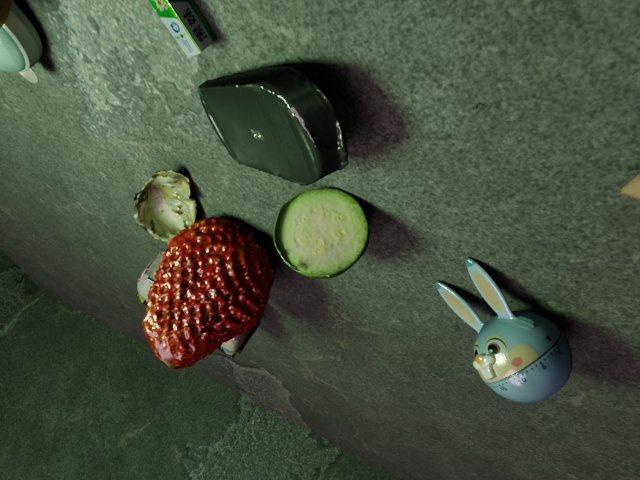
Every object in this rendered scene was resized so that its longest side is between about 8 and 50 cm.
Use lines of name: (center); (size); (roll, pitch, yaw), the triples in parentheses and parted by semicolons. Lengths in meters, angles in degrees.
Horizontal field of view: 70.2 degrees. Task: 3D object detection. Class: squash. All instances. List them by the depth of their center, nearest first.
squash: (0.000, 0.000, 0.832); (0.170, 0.170, 0.122); (27, 159, 8)

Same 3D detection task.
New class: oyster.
oyster: (-0.357, -0.080, 1.104); (0.166, 0.093, 0.294); (19, 140, -13)

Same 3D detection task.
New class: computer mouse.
computer mouse: (-0.069, -0.185, 0.706); (0.296, 0.087, 0.168); (19, 145, 42)

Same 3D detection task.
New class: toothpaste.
toothpaste: (-0.219, -0.351, 0.640); (0.037, 0.043, 0.178); (-3, 134, 39)

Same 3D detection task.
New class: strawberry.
strawberry: (-0.257, 0.140, 1.055); (0.268, 0.351, 0.311); (10, 137, 17)

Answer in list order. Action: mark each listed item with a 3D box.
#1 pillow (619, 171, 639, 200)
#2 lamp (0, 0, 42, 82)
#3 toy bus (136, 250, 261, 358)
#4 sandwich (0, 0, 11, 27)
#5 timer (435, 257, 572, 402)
pillow: (0.436, -0.087, 0.405); (0.224, 0.084, 0.236); (22, 143, 18)
lamp: (-0.626, -0.412, 0.843); (0.180, 0.107, 0.246); (25, 147, 3)
toy bus: (-0.369, 0.172, 1.377); (0.387, 0.171, 0.162); (28, 138, 7)
sandwich: (-0.602, -0.459, 0.682); (0.273, 0.095, 0.248); (34, 119, -2)
timer: (0.311, 0.175, 0.798); (0.256, 0.175, 0.175); (34, 148, -1)
